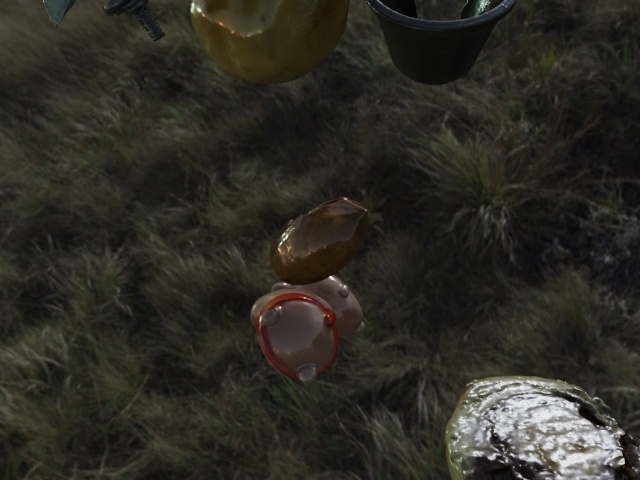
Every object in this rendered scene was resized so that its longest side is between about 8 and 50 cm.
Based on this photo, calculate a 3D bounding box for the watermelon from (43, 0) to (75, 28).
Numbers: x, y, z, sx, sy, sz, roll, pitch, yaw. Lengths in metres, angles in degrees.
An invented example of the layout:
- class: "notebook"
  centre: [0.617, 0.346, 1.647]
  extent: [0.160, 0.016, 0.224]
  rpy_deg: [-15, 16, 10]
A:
- class: "watermelon"
  centre: [-0.423, -0.454, 1.065]
  extent: [0.081, 0.094, 0.180]
  rpy_deg: [40, 90, 1]

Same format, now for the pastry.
- class: "pastry"
  centre: [0.294, 0.311, 0.841]
  extent: [0.256, 0.170, 0.237]
  rpy_deg: [-9, 25, -7]

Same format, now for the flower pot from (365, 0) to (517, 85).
- class: "flower pot"
  centre: [0.288, -0.550, 1.555]
  extent: [0.379, 0.251, 0.379]
  rpy_deg: [-1, 56, 2]

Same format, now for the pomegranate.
- class: "pomegranate"
  centre: [-0.101, -0.478, 1.276]
  extent: [0.332, 0.332, 0.332]
  rpy_deg: [-12, 51, 15]

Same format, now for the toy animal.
- class: "toy animal"
  centre: [-0.025, 0.145, 1.055]
  extent: [0.171, 0.171, 0.197]
  rpy_deg: [11, 28, 29]

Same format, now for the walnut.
- class: "walnut"
  centre: [0.000, 0.000, 0.904]
  extent: [0.207, 0.116, 0.116]
  rpy_deg: [-36, 35, 46]

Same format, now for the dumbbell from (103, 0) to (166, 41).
- class: "dumbbell"
  centre: [-0.304, -0.389, 0.855]
  extent: [0.081, 0.254, 0.081]
  rpy_deg: [-31, 24, 15]
